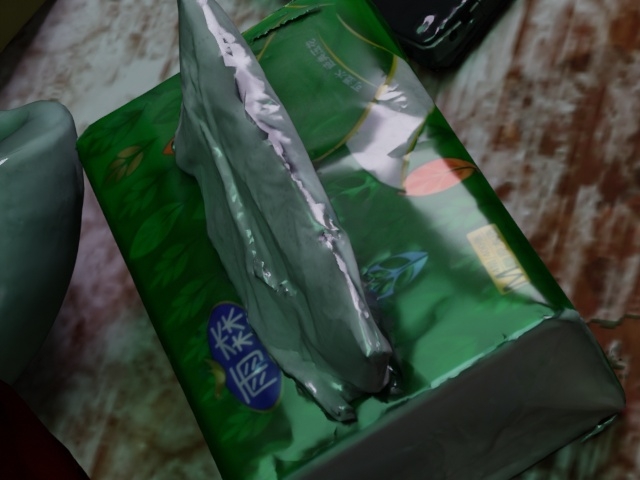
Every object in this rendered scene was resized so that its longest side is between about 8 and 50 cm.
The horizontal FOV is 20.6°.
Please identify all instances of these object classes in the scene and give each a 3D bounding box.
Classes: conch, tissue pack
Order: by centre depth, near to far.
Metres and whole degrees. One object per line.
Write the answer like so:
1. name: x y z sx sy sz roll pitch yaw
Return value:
1. tissue pack: -0.002 0.000 0.714 0.148 0.156 0.209 -33 54 6
2. conch: -0.194 0.019 0.806 0.221 0.121 0.185 -27 46 10

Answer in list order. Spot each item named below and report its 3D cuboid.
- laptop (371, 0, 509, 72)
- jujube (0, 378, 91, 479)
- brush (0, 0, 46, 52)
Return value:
1. laptop: 0.030 -0.181 0.887 0.207 0.026 0.154 33 78 35
2. jujube: -0.117 0.193 0.525 0.258 0.258 0.377 -40 97 -3
3. brush: -0.224 -0.100 0.876 0.103 0.047 0.233 21 50 11
